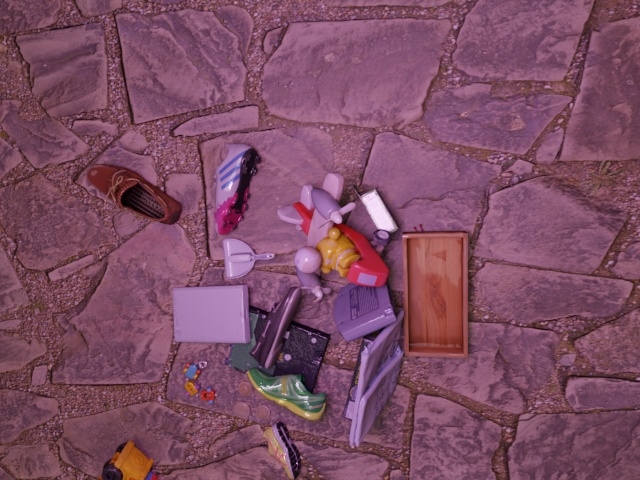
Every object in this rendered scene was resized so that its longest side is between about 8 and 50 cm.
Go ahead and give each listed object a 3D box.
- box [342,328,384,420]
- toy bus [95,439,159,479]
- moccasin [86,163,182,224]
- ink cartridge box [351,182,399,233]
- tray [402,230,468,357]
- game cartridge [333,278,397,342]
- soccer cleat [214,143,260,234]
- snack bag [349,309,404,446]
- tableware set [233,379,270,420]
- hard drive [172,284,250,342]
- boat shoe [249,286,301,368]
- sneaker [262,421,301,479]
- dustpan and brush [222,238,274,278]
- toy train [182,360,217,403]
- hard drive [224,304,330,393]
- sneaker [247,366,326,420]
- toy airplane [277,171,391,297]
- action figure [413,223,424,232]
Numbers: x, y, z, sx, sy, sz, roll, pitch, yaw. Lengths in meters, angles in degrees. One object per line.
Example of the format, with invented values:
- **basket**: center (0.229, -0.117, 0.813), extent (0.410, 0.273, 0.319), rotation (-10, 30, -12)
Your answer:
- **box**: center (0.148, 0.429, 1.558), extent (0.060, 0.216, 0.270), rotation (15, 96, 11)
- **toy bus**: center (-0.744, 0.921, 1.814), extent (0.211, 0.149, 0.220), rotation (39, 102, -10)
- **moccasin**: center (-0.699, -0.168, 1.722), extent (0.380, 0.147, 0.139), rotation (34, 99, 7)
- **ink cartridge box**: center (0.184, -0.115, 1.571), extent (0.062, 0.109, 0.209), rotation (-31, 87, 11)
- **tray**: center (0.378, 0.176, 1.554), extent (0.203, 0.076, 0.410), rotation (-1, 99, 11)
- **game cartridge**: center (0.137, 0.210, 1.514), extent (0.196, 0.294, 0.060), rotation (-22, 110, 11)
- **soccer cleat**: center (-0.325, -0.188, 1.679), extent (0.143, 0.116, 0.331), rotation (23, 96, 25)
- **snack bag**: center (0.189, 0.414, 1.463), extent (0.037, 0.323, 0.342), rotation (16, 114, 26)
- **tableware set**: center (-0.250, 0.594, 1.747), extent (0.141, 0.020, 0.168), rotation (8, 96, 13)
- **hard drive**: center (-0.399, 0.267, 1.706), extent (0.308, 0.040, 0.203), rotation (-4, 87, 23)
- **boat shoe**: center (-0.159, 0.285, 1.576), extent (0.095, 0.112, 0.335), rotation (27, 114, 14)
- **sneaker**: center (-0.143, 0.769, 1.713), extent (0.094, 0.081, 0.208), rotation (-26, 82, 19)
- **dustpan and brush**: center (-0.260, 0.061, 1.694), extent (0.211, 0.060, 0.147), rotation (-5, 92, 12)
- **toy train**: center (-0.450, 0.529, 1.771), extent (0.125, 0.046, 0.166), rotation (-10, 95, 10)
- **hard drive**: center (-0.158, 0.394, 1.694), extent (0.339, 0.064, 0.237), rotation (17, 97, 9)
- **sneaker**: center (-0.114, 0.507, 1.622), extent (0.296, 0.109, 0.123), rotation (24, 75, 10)
- **toy airplane**: center (0.000, 0.000, 1.503), extent (0.384, 0.272, 0.386), rotation (-11, 109, 46)
- **action figure**: center (0.350, 0.003, 1.588), extent (0.038, 0.030, 0.115), rotation (-26, 91, 9)
